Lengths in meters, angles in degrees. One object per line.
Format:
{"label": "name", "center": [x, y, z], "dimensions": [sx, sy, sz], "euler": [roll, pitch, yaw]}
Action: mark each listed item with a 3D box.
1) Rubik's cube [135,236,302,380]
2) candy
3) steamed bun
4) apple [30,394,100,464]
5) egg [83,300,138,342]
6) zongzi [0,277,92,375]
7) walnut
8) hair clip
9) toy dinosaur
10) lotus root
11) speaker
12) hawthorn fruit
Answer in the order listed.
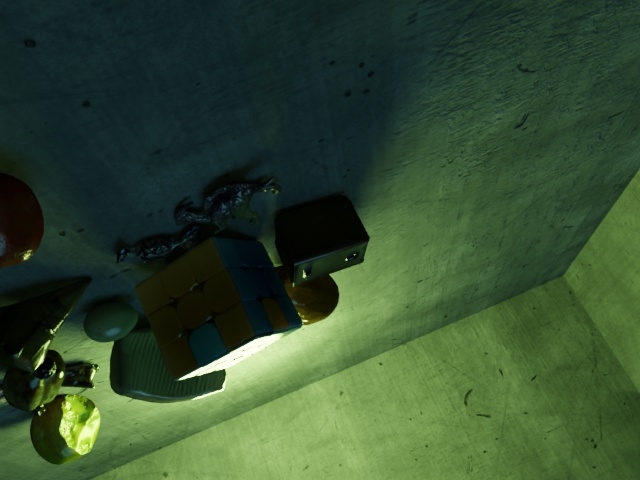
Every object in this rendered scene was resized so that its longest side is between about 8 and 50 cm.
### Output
{"label": "Rubik's cube", "center": [-0.275, 0.185, 1.641], "dimensions": [0.291, 0.291, 0.290], "euler": [-31, 167, 18]}
{"label": "candy", "center": [-0.419, 0.012, 1.527], "dimensions": [0.226, 0.051, 0.094], "euler": [-19, 144, -16]}
{"label": "steamed bun", "center": [-0.516, 0.411, 1.955], "dimensions": [0.384, 0.246, 0.236], "euler": [7, 165, -35]}
{"label": "apple", "center": [-0.942, 0.707, 2.198], "dimensions": [0.246, 0.226, 0.246], "euler": [-21, 157, -9]}
{"label": "egg", "center": [-0.605, 0.234, 1.708], "dimensions": [0.152, 0.114, 0.114], "euler": [-21, 155, -16]}
{"label": "zongzi", "center": [-0.771, 0.183, 1.524], "dimensions": [0.260, 0.289, 0.123], "euler": [10, 144, 18]}
{"label": "walnut", "center": [-0.074, 0.167, 1.943], "dimensions": [0.209, 0.209, 0.336], "euler": [-34, 150, 20]}
{"label": "hair clip", "center": [-0.929, 0.481, 1.975], "dimensions": [0.359, 0.095, 0.110], "euler": [-9, -174, -13]}
{"label": "toy dinosaur", "center": [-0.223, -0.086, 1.470], "dimensions": [0.294, 0.077, 0.162], "euler": [-31, 152, 15]}
{"label": "lotus root", "center": [-0.862, 0.417, 1.798], "dimensions": [0.173, 0.173, 0.309], "euler": [-3, 148, -37]}
{"label": "speaker", "center": [0.000, 0.000, 1.695], "dimensions": [0.231, 0.192, 0.153], "euler": [-19, 153, -14]}
{"label": "hawthorn fruit", "center": [-0.613, -0.059, 1.096], "dimensions": [0.197, 0.196, 0.225], "euler": [-5, 118, -35]}
